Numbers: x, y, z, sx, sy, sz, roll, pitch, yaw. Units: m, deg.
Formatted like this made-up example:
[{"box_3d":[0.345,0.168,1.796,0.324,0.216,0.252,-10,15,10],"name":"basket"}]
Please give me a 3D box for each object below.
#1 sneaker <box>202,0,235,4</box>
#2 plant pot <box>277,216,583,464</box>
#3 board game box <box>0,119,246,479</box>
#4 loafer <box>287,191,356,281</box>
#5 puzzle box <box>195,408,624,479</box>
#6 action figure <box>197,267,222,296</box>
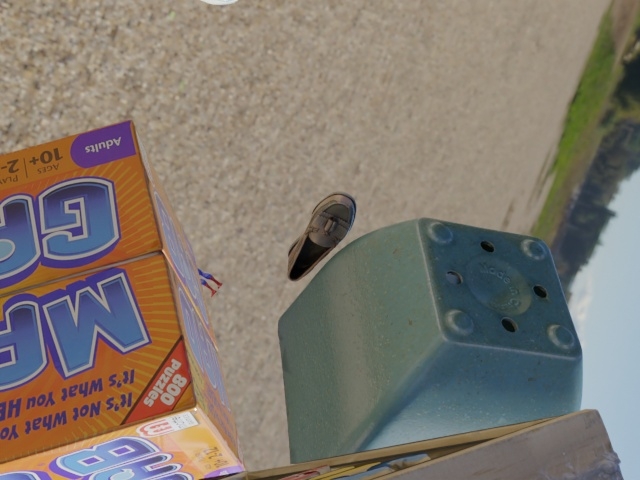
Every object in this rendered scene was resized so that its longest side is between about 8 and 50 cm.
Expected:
[{"box_3d":[-0.212,-0.393,1.354,0.085,0.237,0.086,-64,-166,-5],"name":"sneaker"},{"box_3d":[0.121,0.116,0.983,0.252,0.248,0.247,119,-27,-43],"name":"plant pot"},{"box_3d":[-0.324,0.132,1.208,0.356,0.356,0.356,79,-6,-65],"name":"board game box"},{"box_3d":[0.000,0.000,1.033,0.125,0.045,0.039,-53,-166,45],"name":"loafer"},{"box_3d":[-0.098,0.153,0.437,0.272,0.052,0.409,-10,169,-29],"name":"puzzle box"},{"box_3d":[-0.227,0.054,1.733,0.038,0.115,0.030,-53,-176,-38],"name":"action figure"}]
